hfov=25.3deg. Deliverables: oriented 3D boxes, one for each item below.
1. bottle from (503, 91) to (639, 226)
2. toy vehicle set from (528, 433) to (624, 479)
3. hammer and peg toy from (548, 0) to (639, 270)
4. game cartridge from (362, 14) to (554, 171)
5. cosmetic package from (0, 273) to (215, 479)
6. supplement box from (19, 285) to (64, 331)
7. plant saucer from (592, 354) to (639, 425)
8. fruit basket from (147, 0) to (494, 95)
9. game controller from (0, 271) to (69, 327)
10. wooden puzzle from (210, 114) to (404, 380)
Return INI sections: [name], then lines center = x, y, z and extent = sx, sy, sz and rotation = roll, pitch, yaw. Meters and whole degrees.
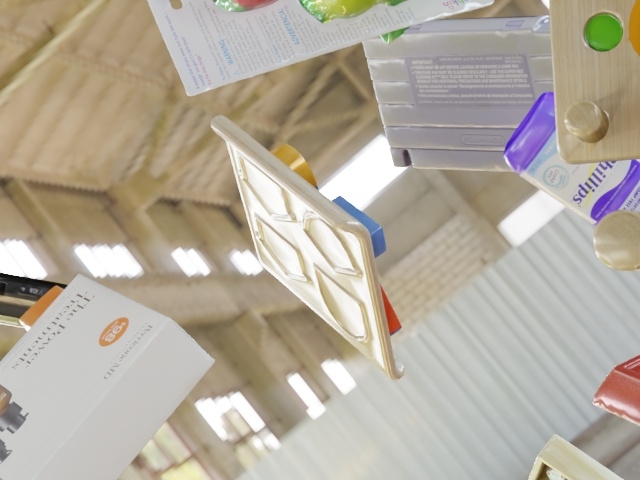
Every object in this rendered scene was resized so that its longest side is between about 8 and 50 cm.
[bottle]
center = 0.378, -0.074, 1.846
extent = 0.118, 0.283, 0.092
rotation = -55, 1, 21
[toy vehicle set]
center = 0.320, 0.335, 1.697
extent = 0.035, 0.166, 0.267
rotation = -49, -19, -22
[hammer and peg toy]
center = 0.358, -0.154, 1.372
extent = 0.266, 0.361, 0.127
rotation = -5, -5, 19
[game cartridge]
center = 0.236, -0.211, 2.066
extent = 0.355, 0.230, 0.068
rotation = 5, 27, 38
[cosmetic package]
center = -0.336, 0.231, 1.737
extent = 0.377, 0.097, 0.284
rotation = -50, 33, -14
[supplement box]
center = -0.321, 0.175, 2.009
extent = 0.080, 0.233, 0.078
rotation = -46, 36, -19
[plant saucer]
center = 0.491, 0.155, 1.705
extent = 0.258, 0.048, 0.259
rotation = -23, 16, -17
[fruit basket]
center = -0.028, -0.320, 1.600
extent = 0.353, 0.327, 0.165
rotation = -22, -33, -5
[game controller]
center = -0.483, 0.086, 2.123
extent = 0.166, 0.319, 0.067
rotation = 84, -163, -74
[wooden puzzle]
center = 0.000, 0.000, 2.000
extent = 0.080, 0.322, 0.348
rotation = -37, -41, -16
